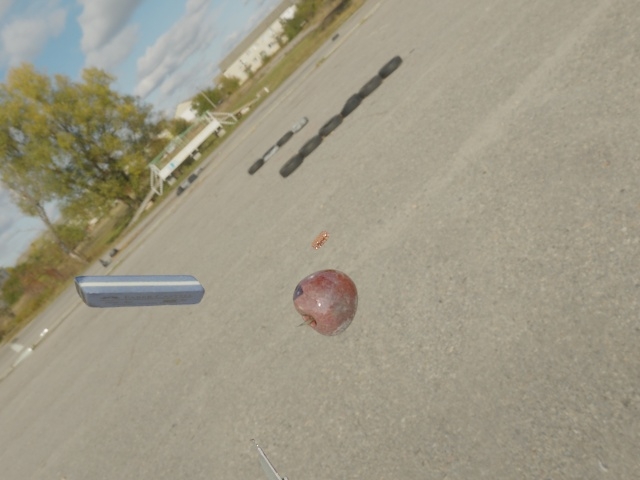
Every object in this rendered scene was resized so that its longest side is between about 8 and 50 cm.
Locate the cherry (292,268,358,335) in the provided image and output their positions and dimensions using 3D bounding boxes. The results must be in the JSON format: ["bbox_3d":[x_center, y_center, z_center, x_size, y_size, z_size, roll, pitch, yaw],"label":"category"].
[{"bbox_3d":[0.019,0.227,1.709,0.285,0.235,0.213,-37,18,-31],"label":"cherry"}]

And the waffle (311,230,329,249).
[{"bbox_3d":[0.000,0.000,1.642,0.075,0.029,0.083,-53,11,-11],"label":"waffle"}]

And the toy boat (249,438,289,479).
[{"bbox_3d":[-0.117,0.715,1.357,0.072,0.318,0.219,-38,-13,-33],"label":"toy boat"}]

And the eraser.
[{"bbox_3d":[-0.337,0.095,0.889,0.082,0.225,0.036,131,135,-55],"label":"eraser"}]
